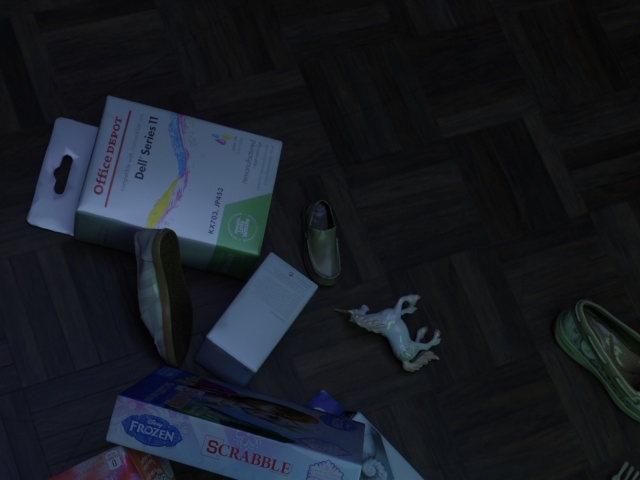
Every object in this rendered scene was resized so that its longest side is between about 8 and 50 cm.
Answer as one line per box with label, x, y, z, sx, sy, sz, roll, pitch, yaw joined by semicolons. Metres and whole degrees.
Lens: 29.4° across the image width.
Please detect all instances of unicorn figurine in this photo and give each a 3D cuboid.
unicorn figurine;0.117;0.136;1.922;0.111;0.060;0.162;-32;79;-24

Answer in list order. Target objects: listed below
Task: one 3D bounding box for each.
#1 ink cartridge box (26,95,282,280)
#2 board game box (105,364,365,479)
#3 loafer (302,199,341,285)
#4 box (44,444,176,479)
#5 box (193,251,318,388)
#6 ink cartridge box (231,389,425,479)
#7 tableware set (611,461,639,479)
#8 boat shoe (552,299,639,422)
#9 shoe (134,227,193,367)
ink cartridge box;-0.255;-0.088;1.880;0.353;0.119;0.207;14;67;-9
board game box;-0.099;0.258;1.651;0.318;0.318;0.066;16;92;2
loafer;0.000;0.000;1.950;0.056;0.050;0.148;-7;71;-17
box;-0.332;0.393;1.583;0.300;0.142;0.154;-25;74;10
box;-0.098;0.124;1.831;0.091;0.130;0.170;37;64;1
ink cartridge box;0.015;0.365;1.811;0.224;0.045;0.223;44;65;5
tableware set;0.478;0.434;1.921;0.104;0.024;0.154;40;63;-1
boat shoe;0.506;0.207;1.979;0.285;0.089;0.104;37;64;1
shoe;-0.235;0.084;1.810;0.058;0.219;0.076;3;19;22
